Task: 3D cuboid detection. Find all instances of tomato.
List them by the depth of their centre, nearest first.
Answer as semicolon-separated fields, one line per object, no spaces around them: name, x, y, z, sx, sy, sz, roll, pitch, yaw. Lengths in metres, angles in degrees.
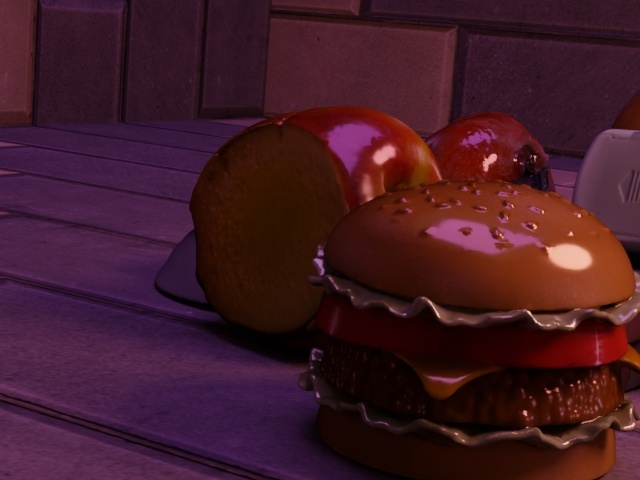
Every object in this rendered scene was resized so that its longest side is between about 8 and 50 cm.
tomato;0.216;-0.064;1.835;0.188;0.232;0.232;-9;0;36

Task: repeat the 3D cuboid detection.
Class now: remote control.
remote control;0.401;-0.036;1.357;0.296;0.140;0.056;8;-14;34

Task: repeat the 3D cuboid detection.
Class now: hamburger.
hamburger;0.121;0.058;1.045;0.274;0.212;0.274;4;9;-1

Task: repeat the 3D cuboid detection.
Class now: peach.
peach;0.000;0.000;1.344;0.274;0.249;0.245;-4;-32;37

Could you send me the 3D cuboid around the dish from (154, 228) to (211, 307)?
dish;-0.041;0.009;1.584;0.316;0.106;0.316;5;9;-1

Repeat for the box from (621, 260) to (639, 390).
box;0.278;0.072;1.366;0.215;0.086;0.215;-11;18;-43

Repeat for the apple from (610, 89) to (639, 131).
apple;0.500;-0.060;1.544;0.364;0.364;0.364;4;10;-1

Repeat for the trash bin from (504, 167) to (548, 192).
trash bin;0.203;0.005;1.610;0.161;0.175;0.175;-5;8;9
